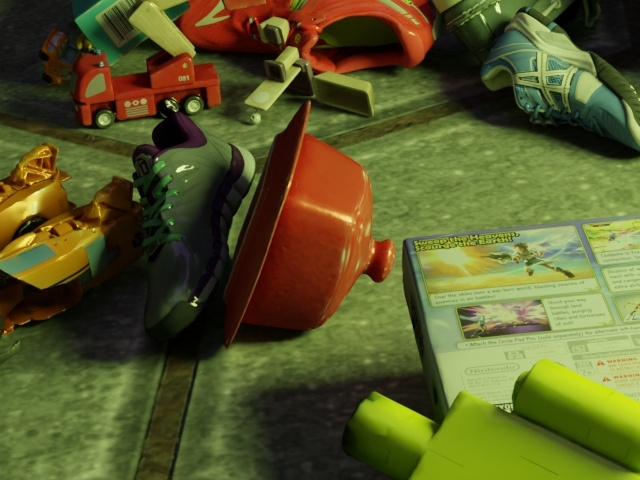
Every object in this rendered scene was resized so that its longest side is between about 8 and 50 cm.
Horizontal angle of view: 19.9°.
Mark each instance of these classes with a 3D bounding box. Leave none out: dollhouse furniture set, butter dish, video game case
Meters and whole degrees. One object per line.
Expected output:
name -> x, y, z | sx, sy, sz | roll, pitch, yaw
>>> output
dollhouse furniture set -> -0.015, -0.142, 1.700 | 0.114, 0.091, 0.081 | 18, 52, 29
butter dish -> 0.000, 0.000, 1.398 | 0.118, 0.160, 0.160 | 19, 29, -5
video game case -> 0.203, 0.072, 1.203 | 0.270, 0.061, 0.244 | -6, 33, -3

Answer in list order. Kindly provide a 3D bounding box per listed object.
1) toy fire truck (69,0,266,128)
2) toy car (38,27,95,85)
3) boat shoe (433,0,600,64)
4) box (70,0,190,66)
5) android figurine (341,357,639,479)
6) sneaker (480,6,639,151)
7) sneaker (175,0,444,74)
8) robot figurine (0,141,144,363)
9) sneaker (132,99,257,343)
toy fire truck -> -0.146, -0.186, 1.725 | 0.192, 0.135, 0.047 | -9, 30, -8
toy car -> -0.243, -0.199, 1.840 | 0.041, 0.060, 0.122 | 15, 34, 11
boat shoe -> 0.229, -0.247, 1.848 | 0.116, 0.099, 0.319 | -31, -3, 39
box -> -0.199, -0.256, 1.852 | 0.100, 0.060, 0.244 | -35, 21, 3
android figurine -> 0.112, 0.192, 1.010 | 0.273, 0.056, 0.248 | 27, 73, 26
sneaker -> 0.230, -0.130, 1.654 | 0.081, 0.080, 0.211 | -47, 47, 0
sneaker -> -0.019, -0.217, 1.801 | 0.279, 0.107, 0.118 | 1, 39, 15
robot figurine -> -0.291, 0.022, 1.433 | 0.291, 0.085, 0.211 | -29, 37, -36
sneaker -> -0.122, -0.016, 1.428 | 0.083, 0.098, 0.223 | -38, 23, 32
